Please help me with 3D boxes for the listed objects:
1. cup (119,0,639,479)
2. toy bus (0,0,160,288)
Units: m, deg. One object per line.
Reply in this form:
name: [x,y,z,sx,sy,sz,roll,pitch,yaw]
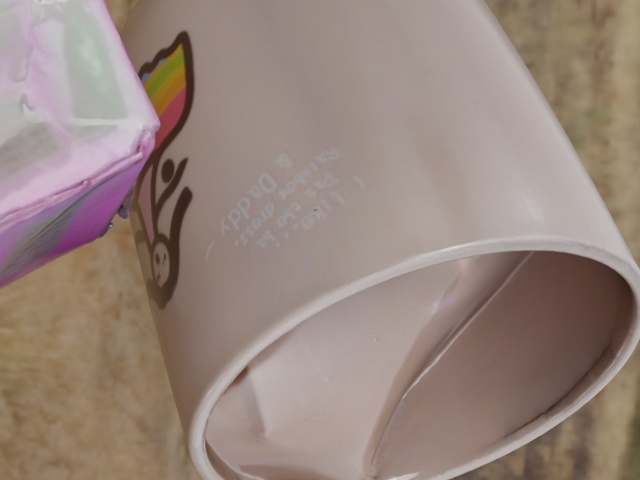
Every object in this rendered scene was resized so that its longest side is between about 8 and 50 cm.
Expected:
cup: [0.000,0.000,0.683,0.253,0.191,0.200,-60,-139,44]
toy bus: [-0.173,-0.010,0.465,0.274,0.112,0.090,-32,168,-40]
